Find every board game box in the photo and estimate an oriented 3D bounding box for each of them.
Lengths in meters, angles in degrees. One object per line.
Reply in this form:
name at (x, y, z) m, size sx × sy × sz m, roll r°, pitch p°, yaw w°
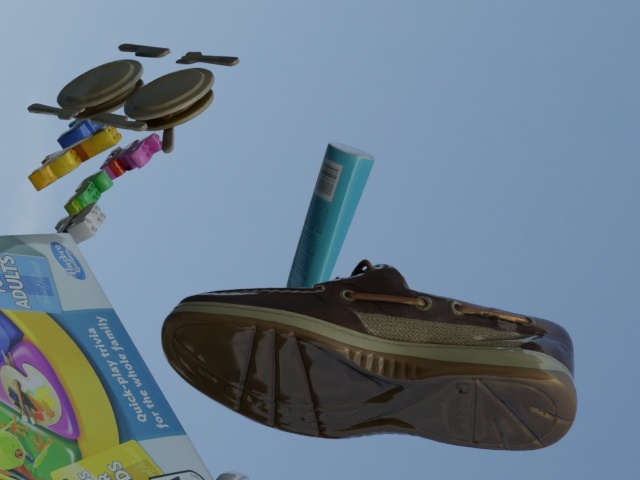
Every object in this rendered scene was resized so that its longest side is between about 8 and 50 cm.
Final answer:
board game box at (-0.243, 0.117, 0.992) m, size 0.079 × 0.336 × 0.254 m, roll -49°, pitch -118°, yaw 30°

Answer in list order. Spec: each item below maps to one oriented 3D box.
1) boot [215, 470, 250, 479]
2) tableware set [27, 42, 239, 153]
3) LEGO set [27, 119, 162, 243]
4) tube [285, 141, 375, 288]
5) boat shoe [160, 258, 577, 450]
boot at (-0.046, 0.362, 1.624) m, size 0.123 × 0.095 × 0.258 m, roll 2°, pitch -81°, yaw 25°
tableware set at (-0.166, -0.127, 1.480) m, size 0.128 × 0.039 × 0.194 m, roll -39°, pitch -148°, yaw -29°
LEGO set at (-0.228, -0.084, 1.676) m, size 0.093 × 0.087 × 0.227 m, roll -25°, pitch -159°, yaw 24°
tube at (0.000, 0.000, 1.712) m, size 0.080 × 0.052 × 0.207 m, roll -127°, pitch -126°, yaw -68°
boat shoe at (0.043, 0.084, 1.342) m, size 0.341 × 0.123 × 0.123 m, roll 6°, pitch -139°, yaw 7°
